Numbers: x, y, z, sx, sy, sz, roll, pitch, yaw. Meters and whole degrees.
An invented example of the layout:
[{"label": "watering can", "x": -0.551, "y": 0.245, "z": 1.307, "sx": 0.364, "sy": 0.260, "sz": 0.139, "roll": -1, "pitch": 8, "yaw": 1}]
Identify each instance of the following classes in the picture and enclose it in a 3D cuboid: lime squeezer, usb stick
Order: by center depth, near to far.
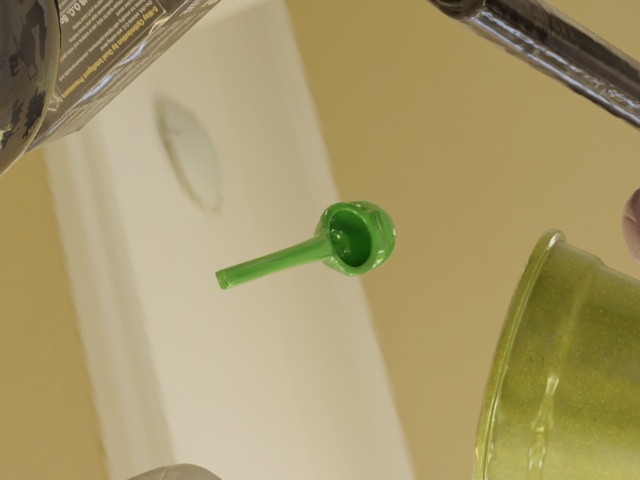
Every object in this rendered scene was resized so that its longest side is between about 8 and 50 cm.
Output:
[{"label": "usb stick", "x": 0.169, "y": -0.137, "z": 1.190, "sx": 0.278, "sy": 0.045, "sz": 0.077, "roll": 23, "pitch": -164, "yaw": -44}, {"label": "lime squeezer", "x": 0.000, "y": 0.000, "z": 1.277, "sx": 0.310, "sy": 0.110, "sz": 0.059, "roll": -20, "pitch": -72, "yaw": -82}]

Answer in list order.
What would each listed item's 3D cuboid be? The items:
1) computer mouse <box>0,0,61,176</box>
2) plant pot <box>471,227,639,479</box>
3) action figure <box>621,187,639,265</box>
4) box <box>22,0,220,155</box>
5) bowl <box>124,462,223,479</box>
[{"label": "computer mouse", "x": -0.175, "y": -0.150, "z": 0.781, "sx": 0.188, "sy": 0.072, "sz": 0.272, "roll": -81, "pitch": -20, "yaw": -64}, {"label": "plant pot", "x": 0.304, "y": 0.149, "z": 1.582, "sx": 0.276, "sy": 0.254, "sz": 0.276, "roll": 14, "pitch": -90, "yaw": -73}, {"label": "action figure", "x": 0.396, "y": -0.029, "z": 1.021, "sx": 0.248, "sy": 0.370, "sz": 0.276, "roll": -72, "pitch": 0, "yaw": -56}, {"label": "box", "x": -0.168, "y": -0.240, "z": 1.139, "sx": 0.242, "sy": 0.307, "sz": 0.076, "roll": 54, "pitch": -143, "yaw": 2}, {"label": "bowl", "x": -0.166, "y": 0.262, "z": 1.516, "sx": 0.053, "sy": 0.142, "sz": 0.142, "roll": 46, "pitch": -135, "yaw": -20}]
